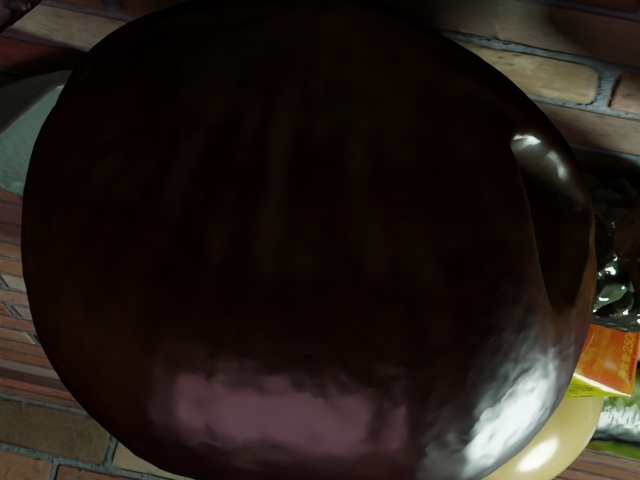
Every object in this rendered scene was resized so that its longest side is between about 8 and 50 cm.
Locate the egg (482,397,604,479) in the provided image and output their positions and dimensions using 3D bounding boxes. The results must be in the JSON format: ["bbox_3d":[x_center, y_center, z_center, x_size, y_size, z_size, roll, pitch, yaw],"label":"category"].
[{"bbox_3d":[0.213,0.175,2.201,0.201,0.244,0.201,14,136,14],"label":"egg"}]

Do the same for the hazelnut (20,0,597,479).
[{"bbox_3d":[0.000,0.000,1.496,0.429,0.402,0.402,12,166,19],"label":"hazelnut"}]

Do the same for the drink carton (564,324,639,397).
[{"bbox_3d":[0.144,0.029,1.845,0.351,0.154,0.111,22,162,-32],"label":"drink carton"}]

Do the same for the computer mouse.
[{"bbox_3d":[-0.237,-0.110,1.819,0.128,0.079,0.231,20,148,-35],"label":"computer mouse"}]

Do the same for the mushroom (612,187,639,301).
[{"bbox_3d":[0.341,-0.004,1.468,0.283,0.195,0.263,4,167,-45],"label":"mushroom"}]

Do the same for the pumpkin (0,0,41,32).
[{"bbox_3d":[-0.311,-0.216,1.347,0.312,0.148,0.169,-4,162,38],"label":"pumpkin"}]

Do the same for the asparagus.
[{"bbox_3d":[0.410,0.217,2.405,0.382,0.128,0.108,16,-159,-17],"label":"asparagus"}]

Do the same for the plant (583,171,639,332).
[{"bbox_3d":[0.253,0.009,1.731,0.129,0.132,0.194,1,166,28],"label":"plant"}]
